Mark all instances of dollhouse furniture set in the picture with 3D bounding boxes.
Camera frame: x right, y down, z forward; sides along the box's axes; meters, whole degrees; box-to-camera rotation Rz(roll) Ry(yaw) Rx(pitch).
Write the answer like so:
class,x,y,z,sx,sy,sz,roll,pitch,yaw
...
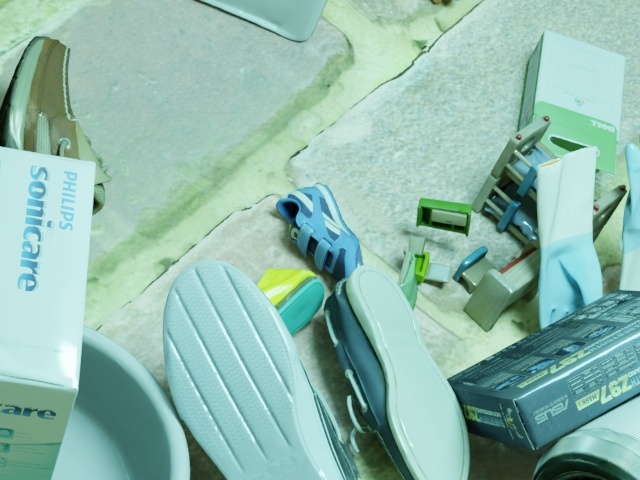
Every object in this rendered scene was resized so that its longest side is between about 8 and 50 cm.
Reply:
class,x,y,z,sx,sy,sz,roll,pitch,yaw
dollhouse furniture set,0.118,0.026,1.795,0.058,0.076,0.152,10,49,9
dollhouse furniture set,0.214,-0.022,1.841,0.129,0.129,0.183,44,51,17

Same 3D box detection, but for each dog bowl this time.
class,x,y,z,sx,sy,sz,roll,pitch,yaw
dog bowl,-0.273,0.209,1.485,0.348,0.102,0.349,11,50,-13

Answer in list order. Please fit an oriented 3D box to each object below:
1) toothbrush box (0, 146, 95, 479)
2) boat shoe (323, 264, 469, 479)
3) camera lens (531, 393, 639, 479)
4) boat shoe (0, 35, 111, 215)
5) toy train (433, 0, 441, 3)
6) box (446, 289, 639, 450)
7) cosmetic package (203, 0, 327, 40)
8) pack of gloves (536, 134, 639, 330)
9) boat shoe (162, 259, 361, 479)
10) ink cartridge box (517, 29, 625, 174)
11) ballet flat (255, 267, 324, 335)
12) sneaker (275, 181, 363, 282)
class,x,y,z,sx,sy,sz,roll,pitch,yaw
toothbrush box,-0.262,0.100,1.311,0.126,0.295,0.216,10,50,-14
boat shoe,0.067,0.149,1.675,0.095,0.079,0.255,-4,61,-43
camera lens,0.351,0.244,1.614,0.274,0.219,0.219,-25,64,-35
boat shoe,-0.276,-0.054,1.701,0.119,0.122,0.324,14,57,-17
toy train,0.107,-0.354,2.137,0.125,0.046,0.166,12,33,-45
box,0.255,0.122,1.669,0.232,0.183,0.059,-27,98,-18
cosmetic package,-0.071,-0.520,2.012,0.329,0.327,0.394,22,48,-3
pack of gloves,0.316,0.006,1.799,0.195,0.232,0.046,-19,30,-29
boat shoe,-0.047,0.178,1.556,0.121,0.119,0.335,-24,84,6
ink cartridge box,0.298,-0.149,2.023,0.109,0.062,0.209,18,48,-6
ballet flat,-0.085,0.095,1.679,0.077,0.077,0.231,21,41,26
sneaker,0.000,0.000,1.796,0.059,0.053,0.144,-8,47,-27
